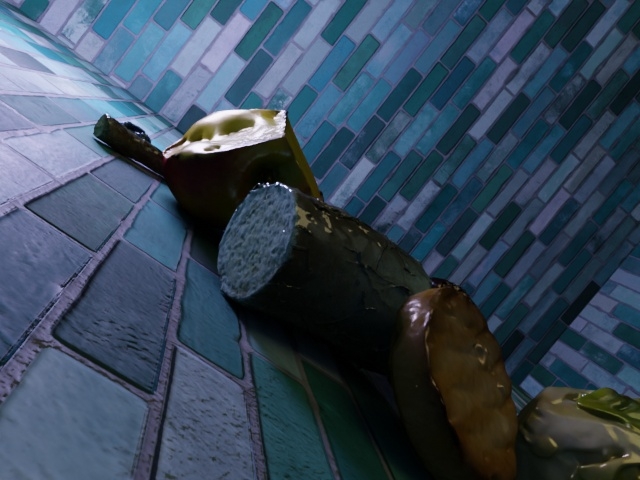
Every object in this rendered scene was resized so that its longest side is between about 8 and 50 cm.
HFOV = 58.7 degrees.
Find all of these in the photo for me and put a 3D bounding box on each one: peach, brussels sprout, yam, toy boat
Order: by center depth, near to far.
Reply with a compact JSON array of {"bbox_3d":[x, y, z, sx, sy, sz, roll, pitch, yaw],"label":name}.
[{"bbox_3d":[0.011,0.064,0.921,0.348,0.241,0.241,33,7,-39],"label":"yam"},{"bbox_3d":[0.471,0.382,0.934,0.344,0.268,0.344,31,9,-6],"label":"brussels sprout"},{"bbox_3d":[-0.170,-0.141,1.219,0.380,0.307,0.242,-111,-176,-61],"label":"peach"},{"bbox_3d":[-0.394,-0.195,1.299,0.061,0.061,0.274,41,4,39],"label":"yam"},{"bbox_3d":[-0.450,-0.248,1.380,0.061,0.060,0.137,19,-6,11],"label":"toy boat"}]

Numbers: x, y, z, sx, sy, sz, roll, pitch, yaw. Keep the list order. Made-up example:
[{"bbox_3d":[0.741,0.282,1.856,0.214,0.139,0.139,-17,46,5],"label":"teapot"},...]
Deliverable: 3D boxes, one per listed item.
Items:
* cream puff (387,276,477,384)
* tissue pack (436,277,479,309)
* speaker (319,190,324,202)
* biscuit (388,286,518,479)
[{"bbox_3d":[0.216,0.187,1.068,0.165,0.238,0.239,11,7,-4],"label":"cream puff"},{"bbox_3d":[0.286,0.250,1.520,0.238,0.238,0.306,41,5,36],"label":"tissue pack"},{"bbox_3d":[-0.019,0.010,1.437,0.259,0.198,0.329,56,-1,6],"label":"speaker"},{"bbox_3d":[0.191,0.214,0.822,0.296,0.102,0.296,34,44,-42],"label":"biscuit"}]
